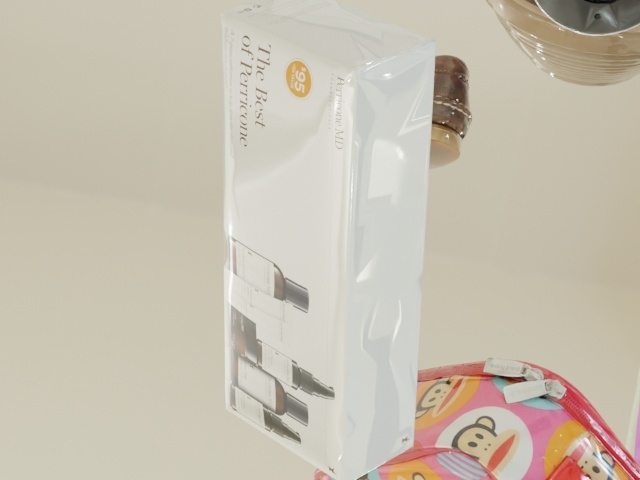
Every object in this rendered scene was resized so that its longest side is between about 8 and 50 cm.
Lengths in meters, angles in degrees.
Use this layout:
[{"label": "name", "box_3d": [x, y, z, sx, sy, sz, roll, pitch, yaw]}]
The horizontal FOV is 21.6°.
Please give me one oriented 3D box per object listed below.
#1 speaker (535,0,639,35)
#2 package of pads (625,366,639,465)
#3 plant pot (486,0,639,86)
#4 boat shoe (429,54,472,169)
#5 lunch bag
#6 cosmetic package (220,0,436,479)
[{"label": "speaker", "box_3d": [0.087, -0.121, 0.600, 0.055, 0.055, 0.136, 7, -153, -9]}, {"label": "package of pads", "box_3d": [0.424, 0.231, 1.701, 0.229, 0.101, 0.296, 9, -138, 12]}, {"label": "plant pot", "box_3d": [0.264, -0.225, 1.610, 0.237, 0.109, 0.237, 2, -139, -1]}, {"label": "boat shoe", "box_3d": [0.040, -0.082, 1.227, 0.073, 0.073, 0.207, 19, 161, -33]}, {"label": "lunch bag", "box_3d": [0.157, 0.213, 1.134, 0.120, 0.293, 0.258, -48, -165, -28]}, {"label": "cosmetic package", "box_3d": [0.000, 0.000, 0.860, 0.099, 0.239, 0.060, 26, -143, 37]}]
